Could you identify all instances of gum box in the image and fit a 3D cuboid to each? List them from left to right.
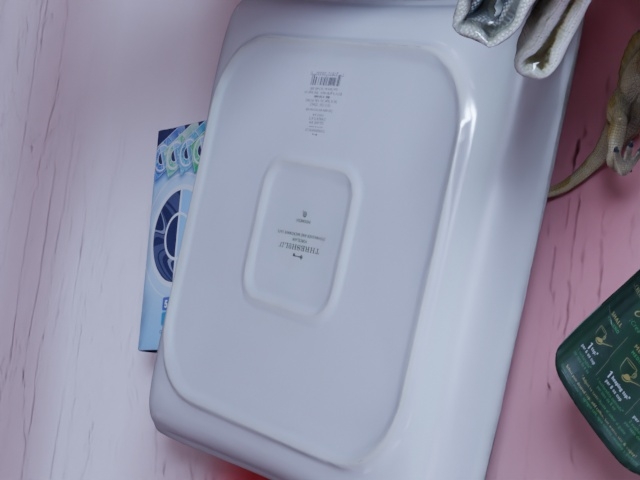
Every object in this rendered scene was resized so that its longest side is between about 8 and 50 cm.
[{"bbox_3d":[-0.078,-0.003,1.114,0.157,0.041,0.184,-7,77,52],"label":"gum box"}]

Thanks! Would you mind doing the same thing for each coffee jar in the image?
[{"bbox_3d":[0.203,0.028,0.691,0.184,0.079,0.096,-54,52,31],"label":"coffee jar"}]

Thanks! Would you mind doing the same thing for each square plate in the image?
[{"bbox_3d":[0.000,0.000,0.945,0.347,0.049,0.344,14,92,51],"label":"square plate"}]

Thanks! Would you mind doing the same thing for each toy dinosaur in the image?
[{"bbox_3d":[0.177,-0.073,0.794,0.092,0.053,0.183,-100,25,-53],"label":"toy dinosaur"}]

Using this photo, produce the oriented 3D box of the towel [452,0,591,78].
[{"bbox_3d":[0.182,-0.232,0.659,0.312,0.056,0.324,-55,-2,25],"label":"towel"}]
